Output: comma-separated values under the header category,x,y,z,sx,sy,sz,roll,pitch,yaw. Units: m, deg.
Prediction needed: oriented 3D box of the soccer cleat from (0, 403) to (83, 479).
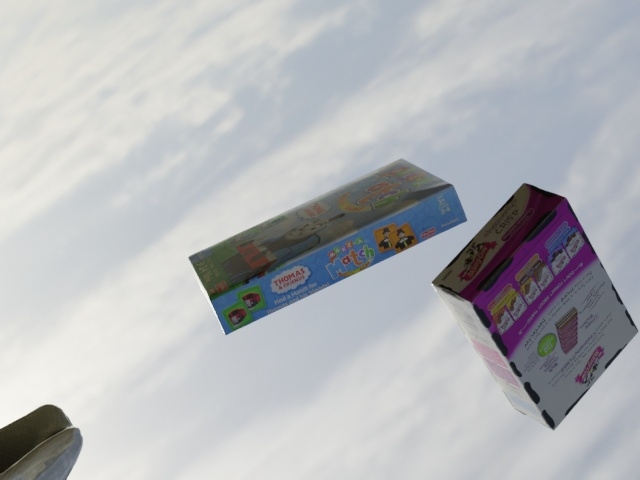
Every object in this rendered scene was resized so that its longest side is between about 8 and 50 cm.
category,x,y,z,sx,sy,sz,roll,pitch,yaw
soccer cleat,-0.225,0.015,0.493,0.143,0.331,0.116,-46,-154,-5

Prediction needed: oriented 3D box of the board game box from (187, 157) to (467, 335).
category,x,y,z,sx,sy,sz,roll,pitch,yaw
board game box,0.000,0.000,1.172,0.211,0.039,0.160,-24,-165,-6

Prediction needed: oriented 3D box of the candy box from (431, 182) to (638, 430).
category,x,y,z,sx,sy,sz,roll,pitch,yaw
candy box,0.239,0.074,1.544,0.159,0.233,0.071,-46,-143,-14
